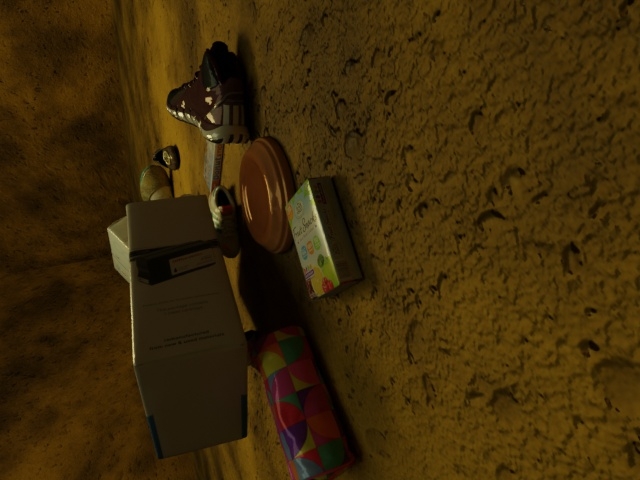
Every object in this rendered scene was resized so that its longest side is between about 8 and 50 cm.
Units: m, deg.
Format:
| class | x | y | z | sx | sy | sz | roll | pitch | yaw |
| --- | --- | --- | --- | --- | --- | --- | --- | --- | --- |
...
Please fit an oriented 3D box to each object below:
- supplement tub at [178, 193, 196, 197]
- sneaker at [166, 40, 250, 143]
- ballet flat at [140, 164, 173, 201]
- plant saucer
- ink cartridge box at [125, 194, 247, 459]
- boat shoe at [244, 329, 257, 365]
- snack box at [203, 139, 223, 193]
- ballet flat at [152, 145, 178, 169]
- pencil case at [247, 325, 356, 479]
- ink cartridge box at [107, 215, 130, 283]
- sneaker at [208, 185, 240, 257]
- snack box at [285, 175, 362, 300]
| class | x | y | z | sx | sy | sz | roll | pitch | yaw |
| --- | --- | --- | --- | --- | --- | --- | --- | --- | --- |
| supplement tub | -0.384 | -0.076 | 1.354 | 0.071 | 0.071 | 0.107 | 63 | 149 | 31 |
| sneaker | -0.210 | -0.297 | 0.888 | 0.281 | 0.106 | 0.163 | 36 | 127 | 42 |
| ballet flat | -0.607 | -0.145 | 1.768 | 0.123 | 0.123 | 0.348 | 68 | 152 | 23 |
| plant saucer | -0.097 | -0.074 | 0.793 | 0.200 | 0.037 | 0.200 | 36 | 132 | 55 |
| ink cartridge box | -0.255 | 0.142 | 0.880 | 0.395 | 0.166 | 0.285 | -117 | 26 | -46 |
| boat shoe | -0.169 | 0.247 | 1.055 | 0.072 | 0.068 | 0.190 | 63 | 162 | 3 |
| snack box | -0.248 | -0.192 | 1.079 | 0.064 | 0.022 | 0.178 | 62 | 149 | 31 |
| ballet flat | -0.532 | -0.282 | 1.596 | 0.250 | 0.058 | 0.084 | 24 | 122 | 60 |
| pencil case | -0.034 | 0.249 | 0.719 | 0.236 | 0.104 | 0.104 | 62 | 150 | 31 |
| ink cartridge box | -0.548 | 0.137 | 1.576 | 0.385 | 0.091 | 0.308 | 45 | 147 | 8 |
| sneaker | -0.208 | -0.043 | 1.013 | 0.075 | 0.057 | 0.161 | 145 | 115 | -69 |
| snack box | 0.000 | 0.000 | 0.618 | 0.100 | 0.037 | 0.141 | -39 | 64 | 61 |
